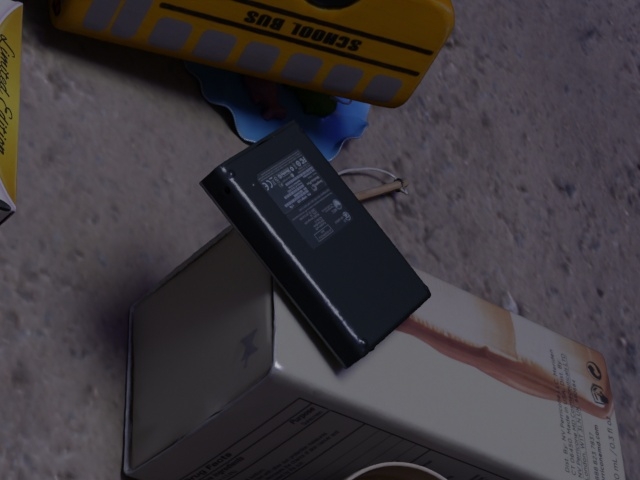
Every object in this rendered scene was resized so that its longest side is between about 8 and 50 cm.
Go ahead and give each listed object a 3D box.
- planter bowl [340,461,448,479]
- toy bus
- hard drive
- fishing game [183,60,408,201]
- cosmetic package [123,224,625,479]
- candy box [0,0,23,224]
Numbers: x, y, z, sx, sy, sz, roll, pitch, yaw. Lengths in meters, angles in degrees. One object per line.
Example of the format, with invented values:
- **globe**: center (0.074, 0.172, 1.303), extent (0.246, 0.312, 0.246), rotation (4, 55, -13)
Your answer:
- **planter bowl**: center (0.020, 0.220, 1.049), extent (0.162, 0.109, 0.162), rotation (16, 65, -36)
- **toy bus**: center (-0.073, -0.194, 1.207), extent (0.333, 0.130, 0.108), rotation (11, 43, -26)
- **hard drive**: center (0.000, 0.000, 1.029), extent (0.135, 0.022, 0.094), rotation (52, 35, 1)
- **fishing game**: center (-0.025, -0.143, 1.331), extent (0.189, 0.041, 0.264), rotation (-16, 76, -47)
- **cosmetic package**: center (0.038, 0.108, 1.127), extent (0.296, 0.153, 0.129), rotation (25, 45, -34)
- **candy box**: center (-0.285, -0.101, 1.003), extent (0.233, 0.071, 0.159), rotation (22, 49, -36)
